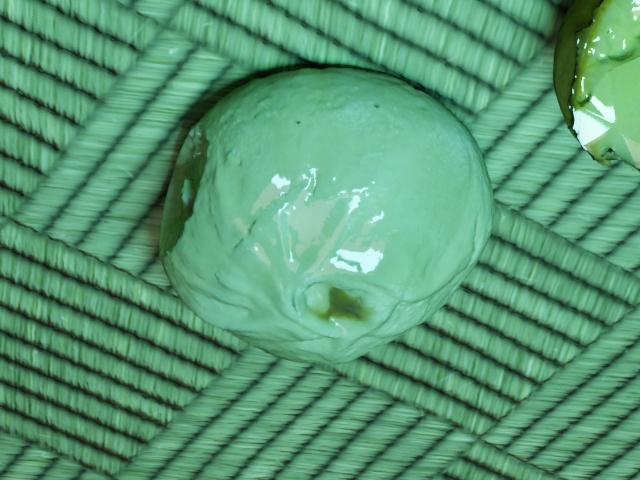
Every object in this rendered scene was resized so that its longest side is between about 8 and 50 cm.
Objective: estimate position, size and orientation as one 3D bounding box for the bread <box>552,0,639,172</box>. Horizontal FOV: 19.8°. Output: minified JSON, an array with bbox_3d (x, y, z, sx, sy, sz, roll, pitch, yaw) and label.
[{"bbox_3d":[0.323,-0.186,1.769,0.204,0.162,0.262,27,87,-22],"label":"bread"}]

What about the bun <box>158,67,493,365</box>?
[{"bbox_3d":[0.003,0.002,1.926,0.364,0.202,0.364,-1,137,-1],"label":"bun"}]
